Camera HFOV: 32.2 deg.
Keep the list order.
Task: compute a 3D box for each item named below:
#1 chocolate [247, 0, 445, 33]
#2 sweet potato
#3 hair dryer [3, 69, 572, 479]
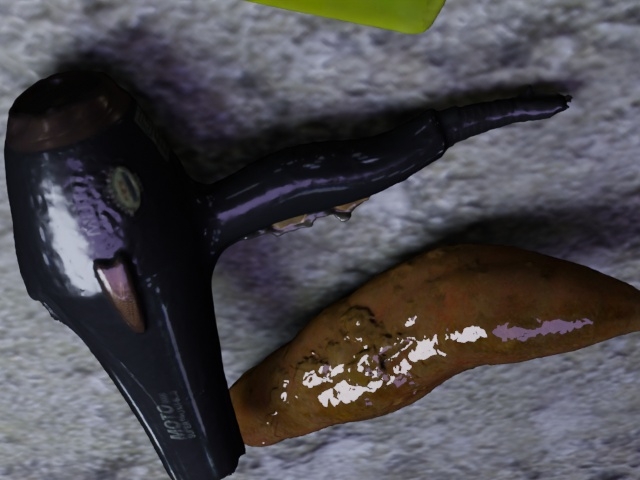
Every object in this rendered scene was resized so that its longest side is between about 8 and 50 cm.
[{"bbox_3d":[-0.043,-0.237,0.429,0.300,0.137,0.289,9,134,-15],"label":"chocolate"},{"bbox_3d":[0.060,0.067,0.785,0.354,0.095,0.106,-19,115,25],"label":"sweet potato"},{"bbox_3d":[0.000,0.000,0.699,0.359,0.120,0.304,-19,119,0],"label":"hair dryer"}]
